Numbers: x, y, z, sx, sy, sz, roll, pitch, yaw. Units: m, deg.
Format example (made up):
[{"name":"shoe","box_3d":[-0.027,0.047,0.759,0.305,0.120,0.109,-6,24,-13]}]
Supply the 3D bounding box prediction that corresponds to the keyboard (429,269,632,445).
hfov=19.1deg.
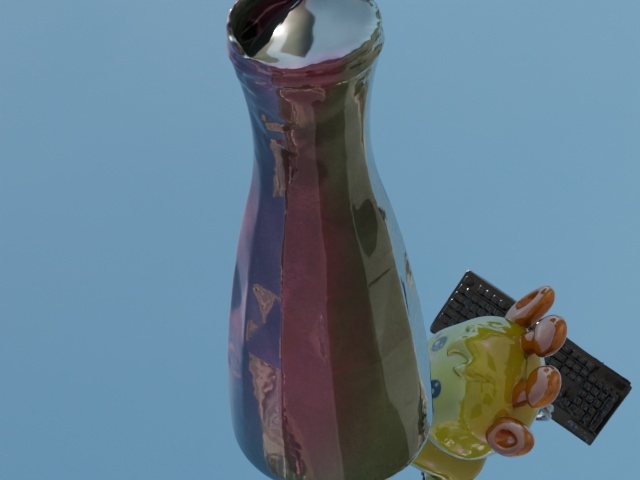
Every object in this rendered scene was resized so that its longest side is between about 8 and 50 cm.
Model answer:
[{"name":"keyboard","box_3d":[0.198,0.110,1.812,0.074,0.196,0.015,-54,-20,2]}]

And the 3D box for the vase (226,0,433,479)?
[{"name":"vase","box_3d":[0.000,0.000,0.747,0.086,0.086,0.214,-33,-41,-28]}]

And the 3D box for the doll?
[{"name":"doll","box_3d":[0.123,0.125,1.487,0.135,0.221,0.143,26,-125,-20]}]
